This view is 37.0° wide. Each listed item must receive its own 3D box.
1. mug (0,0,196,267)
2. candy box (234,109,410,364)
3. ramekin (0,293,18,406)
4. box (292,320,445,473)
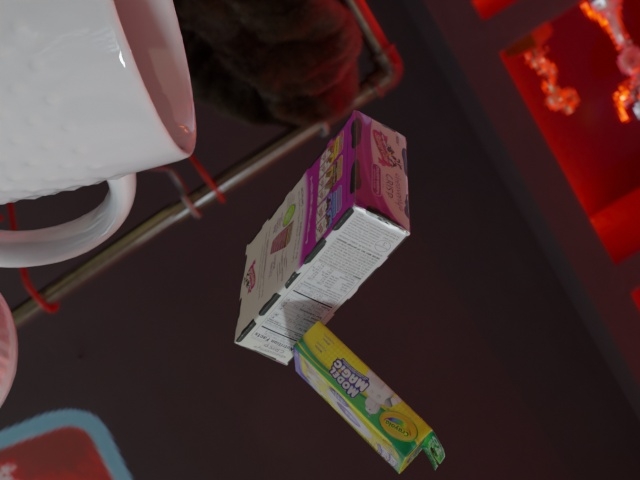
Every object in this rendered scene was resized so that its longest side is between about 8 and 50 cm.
[{"bbox_3d":[-0.280,-0.121,0.752,0.328,0.374,0.276,-14,-137,3],"label":"mug"},{"bbox_3d":[0.000,0.000,1.010,0.233,0.071,0.159,-48,-155,36],"label":"candy box"},{"bbox_3d":[-0.515,0.129,1.159,0.273,0.273,0.127,-38,170,-15],"label":"ramekin"},{"bbox_3d":[0.048,0.168,0.962,0.043,0.179,0.105,-45,164,-16],"label":"box"}]
